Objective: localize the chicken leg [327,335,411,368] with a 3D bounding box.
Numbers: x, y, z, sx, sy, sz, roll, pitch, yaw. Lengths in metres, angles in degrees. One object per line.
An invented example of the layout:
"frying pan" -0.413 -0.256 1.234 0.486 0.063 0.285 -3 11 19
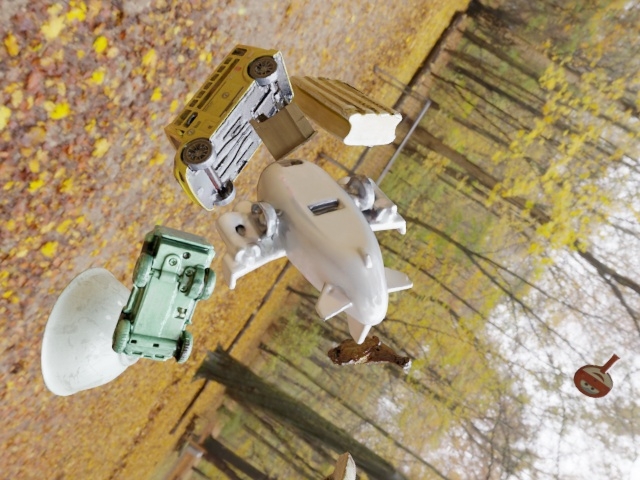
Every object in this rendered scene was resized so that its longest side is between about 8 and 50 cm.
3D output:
"chicken leg" 0.074 0.173 0.778 0.145 0.037 0.062 -6 -163 29

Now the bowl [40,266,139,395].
"bowl" -0.509 0.230 1.238 0.313 0.146 0.313 10 90 -84

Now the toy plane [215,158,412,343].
"toy plane" 0.000 0.000 0.600 0.244 0.245 0.117 -53 165 -42

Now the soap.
"soap" 0.050 -0.333 1.290 0.174 0.274 0.089 -9 128 -34

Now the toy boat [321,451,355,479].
"toy boat" 0.034 0.675 1.337 0.293 0.111 0.276 -63 174 22

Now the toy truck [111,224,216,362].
"toy truck" -0.320 0.115 1.051 0.278 0.155 0.156 -67 -155 14

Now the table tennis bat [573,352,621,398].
"table tennis bat" 0.772 0.372 1.416 0.019 0.098 0.154 -20 143 -55

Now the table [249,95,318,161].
"table" -0.060 -0.186 0.840 0.070 0.082 0.083 -32 -167 19

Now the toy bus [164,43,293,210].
"toy bus" -0.188 -0.228 1.016 0.331 0.151 0.145 -58 158 -20
